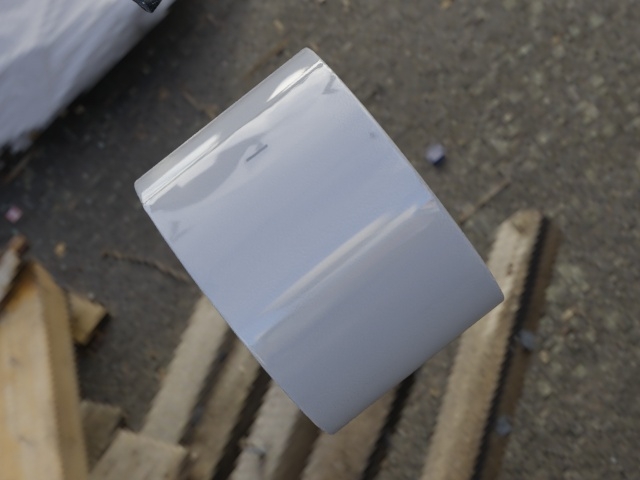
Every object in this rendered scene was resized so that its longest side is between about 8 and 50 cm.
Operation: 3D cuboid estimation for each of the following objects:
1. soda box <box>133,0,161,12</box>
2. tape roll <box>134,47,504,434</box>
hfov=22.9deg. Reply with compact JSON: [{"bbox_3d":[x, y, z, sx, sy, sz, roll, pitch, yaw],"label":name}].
[{"bbox_3d":[-0.141,-0.310,1.562,0.169,0.060,0.053,-52,16,7],"label":"soda box"},{"bbox_3d":[0.000,0.000,1.186,0.169,0.246,0.246,-37,40,0],"label":"tape roll"}]
